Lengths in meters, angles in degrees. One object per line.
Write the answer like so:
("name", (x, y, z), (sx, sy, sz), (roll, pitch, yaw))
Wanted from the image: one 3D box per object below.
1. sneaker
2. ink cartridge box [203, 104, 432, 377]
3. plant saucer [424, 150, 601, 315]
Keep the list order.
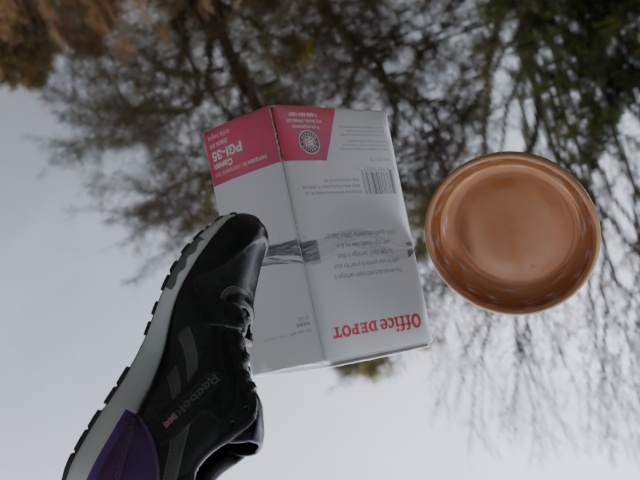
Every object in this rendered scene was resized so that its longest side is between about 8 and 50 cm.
("sneaker", (-0.085, 0.116, 0.934), (0.124, 0.107, 0.283), (19, -109, 18))
("ink cartridge box", (0.000, 0.000, 1.293), (0.117, 0.283, 0.207), (-16, 172, 39))
("plant saucer", (0.221, -0.011, 1.321), (0.200, 0.200, 0.037), (-14, -162, 22))
